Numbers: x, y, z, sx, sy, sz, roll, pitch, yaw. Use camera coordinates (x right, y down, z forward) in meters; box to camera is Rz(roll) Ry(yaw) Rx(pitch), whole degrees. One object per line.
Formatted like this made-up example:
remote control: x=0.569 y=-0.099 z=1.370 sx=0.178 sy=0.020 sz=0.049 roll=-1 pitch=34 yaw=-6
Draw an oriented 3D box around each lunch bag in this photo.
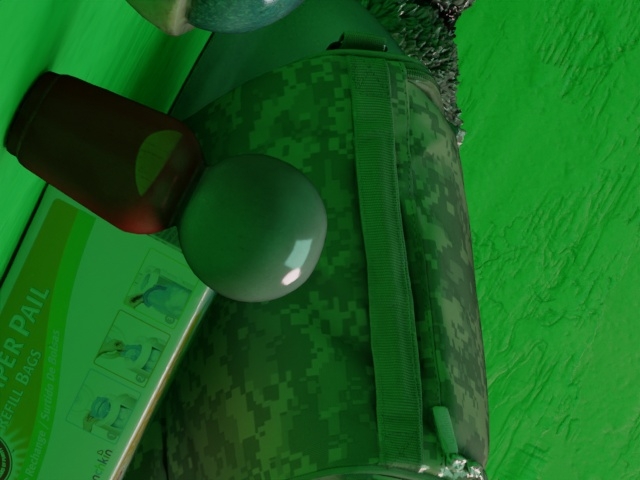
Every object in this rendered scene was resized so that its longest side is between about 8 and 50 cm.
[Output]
lunch bag: x=-0.002 y=0.053 z=1.240 sx=0.256 sy=0.212 sz=0.305 roll=132 pitch=-42 yaw=-62

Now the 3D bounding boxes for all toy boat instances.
toy boat: x=-0.017 y=-0.122 z=0.826 sx=0.318 sy=0.148 sz=0.267 roll=-63 pitch=179 yaw=31

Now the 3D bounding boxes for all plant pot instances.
plant pot: x=-0.015 y=-0.055 z=1.540 sx=0.293 sy=0.196 sz=0.293 roll=-61 pitch=179 yaw=-2

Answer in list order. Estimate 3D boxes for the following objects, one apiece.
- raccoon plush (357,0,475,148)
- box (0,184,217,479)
raccoon plush: x=0.011 y=-0.168 z=1.826 sx=0.299 sy=0.216 sz=0.446 roll=-24 pitch=124 yaw=-72
box: x=-0.134 y=0.061 z=1.127 sx=0.203 sy=0.103 sz=0.114 roll=-62 pitch=179 yaw=20
